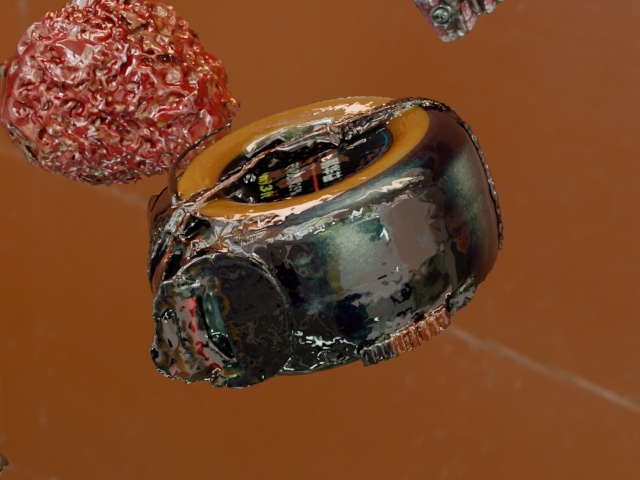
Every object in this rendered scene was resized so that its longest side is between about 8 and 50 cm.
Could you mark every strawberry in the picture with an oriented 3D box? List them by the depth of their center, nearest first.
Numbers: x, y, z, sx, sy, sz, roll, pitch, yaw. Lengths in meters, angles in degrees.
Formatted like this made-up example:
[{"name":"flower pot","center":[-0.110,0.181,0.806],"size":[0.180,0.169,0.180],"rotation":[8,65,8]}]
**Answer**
[{"name":"strawberry","center":[-0.165,-0.123,1.689],"size":[0.201,0.184,0.187],"rotation":[24,166,16]}]

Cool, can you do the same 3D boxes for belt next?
[{"name":"belt","center":[0.116,-0.233,1.544],"size":[0.071,0.232,0.053],"rotation":[-11,122,15]}]

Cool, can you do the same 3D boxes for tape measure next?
[{"name":"tape measure","center":[0.000,0.000,1.209],"size":[0.223,0.202,0.135],"rotation":[-19,111,1]}]

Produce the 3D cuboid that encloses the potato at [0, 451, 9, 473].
[{"name":"potato","center":[-0.226,0.146,1.114],"size":[0.086,0.061,0.122],"rotation":[13,-177,-4]}]
